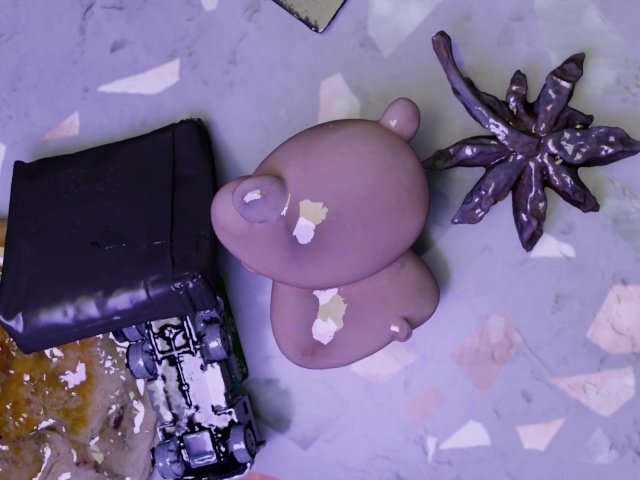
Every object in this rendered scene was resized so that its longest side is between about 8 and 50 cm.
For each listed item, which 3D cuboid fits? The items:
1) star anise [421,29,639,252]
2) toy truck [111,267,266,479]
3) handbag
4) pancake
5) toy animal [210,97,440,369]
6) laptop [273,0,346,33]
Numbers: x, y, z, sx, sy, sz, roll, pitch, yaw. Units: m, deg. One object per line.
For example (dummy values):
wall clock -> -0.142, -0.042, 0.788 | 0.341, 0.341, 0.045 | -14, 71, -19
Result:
star anise -> 0.193, -0.103, 1.183 | 0.231, 0.089, 0.209 | 25, 91, -3
toy truck -> -0.135, 0.123, 1.248 | 0.114, 0.124, 0.253 | -15, 93, 12
handbag -> -0.214, -0.014, 1.208 | 0.223, 0.080, 0.247 | -16, 49, 11
pancake -> -0.355, 0.165, 1.315 | 0.387, 0.082, 0.387 | 0, 94, 7
toy animal -> 0.014, 0.009, 1.156 | 0.210, 0.229, 0.221 | -29, 87, -31
laptop -> -0.037, -0.323, 1.250 | 0.197, 0.016, 0.135 | 38, 101, 8
